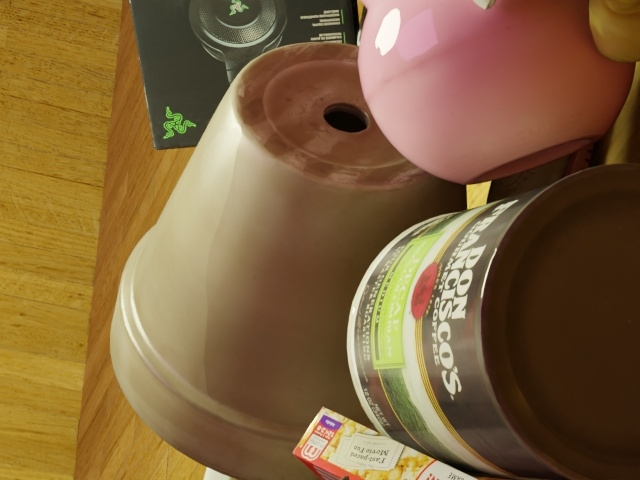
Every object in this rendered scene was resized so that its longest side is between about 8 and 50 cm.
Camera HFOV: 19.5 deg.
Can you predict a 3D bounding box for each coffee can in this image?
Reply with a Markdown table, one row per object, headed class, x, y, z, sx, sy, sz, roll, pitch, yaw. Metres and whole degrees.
| class | x | y | z | sx | sy | sz | roll | pitch | yaw |
| --- | --- | --- | --- | --- | --- | --- | --- | --- | --- |
| coffee can | 0.153 | 0.066 | 1.257 | 0.275 | 0.201 | 0.202 | 161 | 120 | -73 |

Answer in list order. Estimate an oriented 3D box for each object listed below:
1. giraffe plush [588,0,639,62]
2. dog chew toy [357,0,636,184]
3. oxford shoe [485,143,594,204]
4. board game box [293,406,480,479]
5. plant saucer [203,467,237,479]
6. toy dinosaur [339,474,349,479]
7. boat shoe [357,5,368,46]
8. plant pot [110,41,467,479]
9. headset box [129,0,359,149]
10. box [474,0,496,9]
| class | x | y | z | sx | sy | sz | roll | pitch | yaw |
| --- | --- | --- | --- | --- | --- | --- | --- | --- | --- |
| giraffe plush | 0.260 | -0.179 | 1.189 | 0.170 | 0.210 | 0.181 | 36 | 102 | 37 |
| dog chew toy | 0.105 | -0.214 | 1.383 | 0.206 | 0.206 | 0.332 | 146 | 107 | -68 |
| oxford shoe | 0.156 | -0.139 | 1.533 | 0.123 | 0.130 | 0.348 | 156 | 125 | -70 |
| board game box | 0.091 | 0.200 | 1.335 | 0.193 | 0.147 | 0.045 | 20 | 71 | 45 |
| plant saucer | -0.044 | 0.313 | 1.959 | 0.400 | 0.100 | 0.401 | -168 | 90 | -75 |
| toy dinosaur | 0.053 | 0.274 | 1.286 | 0.127 | 0.200 | 0.296 | -52 | 1 | -17 |
| boat shoe | 0.078 | -0.304 | 2.030 | 0.079 | 0.081 | 0.228 | 133 | 145 | -62 |
| plant pot | 0.000 | 0.000 | 1.555 | 0.323 | 0.323 | 0.280 | -95 | 15 | -48 |
| headset box | -0.081 | -0.244 | 2.079 | 0.131 | 0.246 | 0.283 | -86 | -8 | -59 |
| box | 0.131 | -0.277 | 1.252 | 0.203 | 0.114 | 0.103 | -55 | -5 | -16 |
